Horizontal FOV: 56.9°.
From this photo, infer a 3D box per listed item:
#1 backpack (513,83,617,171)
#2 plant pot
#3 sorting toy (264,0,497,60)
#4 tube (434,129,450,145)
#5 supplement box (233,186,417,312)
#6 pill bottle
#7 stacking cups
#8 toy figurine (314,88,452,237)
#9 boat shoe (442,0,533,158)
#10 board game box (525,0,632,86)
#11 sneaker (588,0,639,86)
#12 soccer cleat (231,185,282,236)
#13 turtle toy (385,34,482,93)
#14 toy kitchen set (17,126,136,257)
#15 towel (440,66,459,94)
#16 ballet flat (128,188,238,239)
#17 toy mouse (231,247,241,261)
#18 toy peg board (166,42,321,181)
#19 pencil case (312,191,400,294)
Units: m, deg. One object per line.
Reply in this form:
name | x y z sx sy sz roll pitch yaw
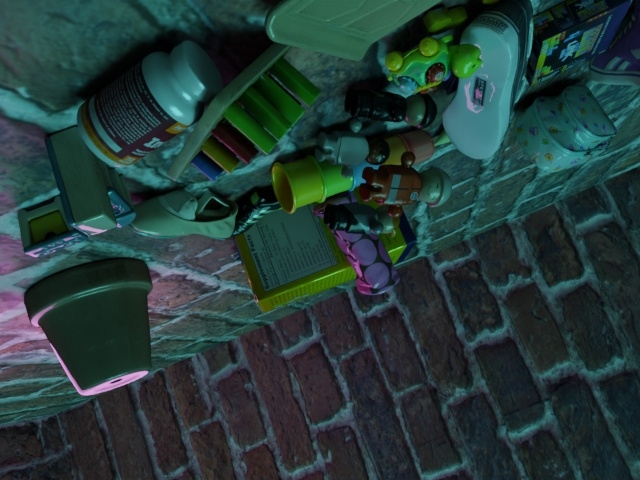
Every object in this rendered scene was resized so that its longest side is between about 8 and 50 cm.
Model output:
backpack | 0.511 -0.235 1.247 0.188 0.166 0.144 -19 165 -27
plant pot | -0.460 0.191 1.249 0.262 0.230 0.263 -22 166 -6
sorting toy | 0.101 -0.290 0.678 0.229 0.041 0.307 -28 172 34
tube | 0.292 -0.238 1.134 0.070 0.062 0.240 21 166 -3
supplement box | 0.000 0.000 1.299 0.356 0.194 0.195 -20 167 -6
pill bottle | -0.185 -0.150 0.649 0.152 0.086 0.086 -27 166 22
stacking cups | 0.066 -0.146 1.102 0.316 0.096 0.096 -22 168 -22
toy figurine | 0.097 -0.120 0.943 0.148 0.213 0.209 0 158 -24
boat shoe | 0.261 -0.241 0.904 0.102 0.108 0.301 -48 155 -17
board game box | 0.408 -0.332 0.961 0.141 0.048 0.170 -23 167 10
sneaker | 0.554 -0.351 1.012 0.102 0.161 0.282 -15 -161 -2
soccer cleat | -0.133 -0.065 1.150 0.178 0.060 0.072 -29 157 0
turtle toy | 0.152 -0.239 0.802 0.130 0.066 0.095 -15 -171 27
toy kitchen set | -0.347 -0.030 0.787 0.166 0.122 0.207 -21 166 -5
towel | 0.260 -0.280 0.971 0.119 0.029 0.067 -18 165 -14
ballet flat | -0.227 -0.052 1.023 0.086 0.086 0.248 -28 167 24
toy mouse | -0.167 0.016 1.447 0.143 0.031 0.161 -9 161 -44
toy peg board | -0.085 -0.138 0.708 0.160 0.079 0.161 -39 -167 50
pencil case | 0.067 0.007 1.138 0.098 0.209 0.095 -19 -165 42
